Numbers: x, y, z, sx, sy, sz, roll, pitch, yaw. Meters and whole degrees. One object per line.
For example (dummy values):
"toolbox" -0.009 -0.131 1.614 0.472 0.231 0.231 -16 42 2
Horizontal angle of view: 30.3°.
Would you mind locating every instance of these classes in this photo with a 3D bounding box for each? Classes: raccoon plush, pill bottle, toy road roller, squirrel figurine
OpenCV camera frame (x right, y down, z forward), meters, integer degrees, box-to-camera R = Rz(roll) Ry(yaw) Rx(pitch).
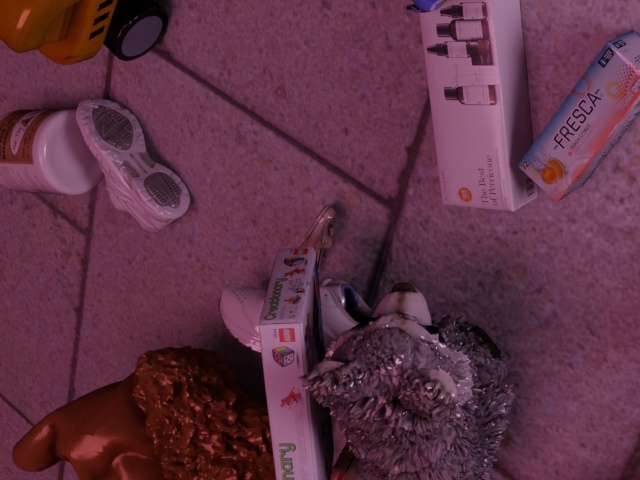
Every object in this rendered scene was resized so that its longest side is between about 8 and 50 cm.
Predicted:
"raccoon plush" 0.121 0.266 1.342 0.216 0.299 0.446 -16 93 15
"pill bottle" -0.448 -0.139 1.844 0.229 0.131 0.131 5 113 42
"toy road roller" -0.317 -0.374 1.523 0.202 0.241 0.329 45 134 17
"squirrel figurine" -0.200 0.369 1.733 0.397 0.281 0.370 -42 63 33

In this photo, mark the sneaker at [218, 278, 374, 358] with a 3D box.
"sneaker" -0.007 0.103 1.590 0.297 0.111 0.129 18 113 27

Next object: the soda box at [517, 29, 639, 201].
"soda box" 0.282 -0.126 1.219 0.063 0.058 0.183 46 134 16

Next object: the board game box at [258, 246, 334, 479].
"board game box" -0.025 0.186 1.433 0.053 0.193 0.305 -2 114 6

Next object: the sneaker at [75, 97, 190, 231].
"sneaker" -0.298 -0.104 1.755 0.232 0.090 0.115 55 140 9

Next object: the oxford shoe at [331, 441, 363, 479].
"oxford shoe" 0.080 0.407 1.582 0.147 0.140 0.396 22 107 35

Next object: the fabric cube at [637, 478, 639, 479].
"fabric cube" 0.341 0.450 1.311 0.258 0.259 0.254 50 136 15

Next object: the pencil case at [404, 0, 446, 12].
"pencil case" 0.202 -0.306 1.135 0.306 0.133 0.119 -6 119 39

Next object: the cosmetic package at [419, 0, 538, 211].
"cosmetic package" 0.174 -0.155 1.304 0.099 0.060 0.239 8 115 42

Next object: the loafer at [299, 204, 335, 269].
"loafer" 0.000 0.000 1.564 0.039 0.045 0.125 35 139 4
